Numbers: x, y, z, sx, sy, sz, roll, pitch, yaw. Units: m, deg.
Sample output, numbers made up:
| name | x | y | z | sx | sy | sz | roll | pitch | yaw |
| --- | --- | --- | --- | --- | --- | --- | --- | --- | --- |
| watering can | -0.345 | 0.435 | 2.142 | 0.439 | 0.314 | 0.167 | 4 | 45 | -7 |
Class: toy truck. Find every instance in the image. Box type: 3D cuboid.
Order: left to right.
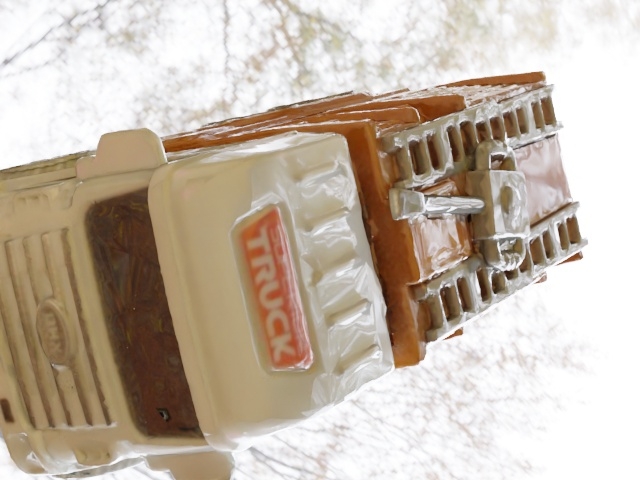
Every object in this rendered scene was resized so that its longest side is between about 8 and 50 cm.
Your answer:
| name | x | y | z | sx | sy | sz | roll | pitch | yaw |
| --- | --- | --- | --- | --- | --- | --- | --- | --- | --- |
| toy truck | 0.000 | 0.000 | 0.694 | 0.207 | 0.387 | 0.173 | -8 | -81 | 35 |
